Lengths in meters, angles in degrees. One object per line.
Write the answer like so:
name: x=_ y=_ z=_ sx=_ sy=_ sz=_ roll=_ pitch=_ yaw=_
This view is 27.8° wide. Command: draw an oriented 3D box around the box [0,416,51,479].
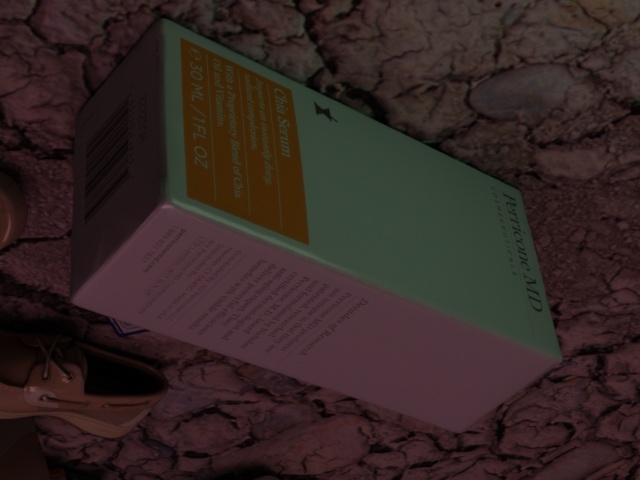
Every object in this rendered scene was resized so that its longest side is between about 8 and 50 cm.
box: x=-0.455 y=0.267 z=1.464 sx=0.148 sy=0.121 sz=0.311 roll=-23 pitch=172 yaw=18

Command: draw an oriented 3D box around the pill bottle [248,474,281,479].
pill bottle: x=-0.167 y=0.437 z=1.814 sx=0.272 sy=0.152 sz=0.152 roll=-20 pitch=140 yaw=17

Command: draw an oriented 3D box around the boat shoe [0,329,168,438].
boat shoe: x=-0.307 y=0.147 z=1.472 sx=0.098 sy=0.109 sz=0.302 roll=-38 pitch=138 yaw=27

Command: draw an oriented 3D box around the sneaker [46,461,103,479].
sneaker: x=-0.405 y=0.328 z=1.701 sx=0.272 sy=0.100 sz=0.108 roll=16 pitch=126 yaw=-33

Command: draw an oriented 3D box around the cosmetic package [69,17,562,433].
cosmetic package: x=0.000 y=0.000 z=1.228 sx=0.453 sy=0.230 sz=0.161 roll=22 pitch=133 yaw=-32

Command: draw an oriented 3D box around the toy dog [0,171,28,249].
toy dog: x=-0.446 y=0.033 z=1.255 sx=0.333 sy=0.161 sz=0.220 roll=-46 pitch=175 yaw=3

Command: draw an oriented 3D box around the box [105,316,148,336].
box: x=-0.137 y=0.036 z=1.407 sx=0.225 sy=0.036 sz=0.136 roll=-11 pitch=142 yaw=8
